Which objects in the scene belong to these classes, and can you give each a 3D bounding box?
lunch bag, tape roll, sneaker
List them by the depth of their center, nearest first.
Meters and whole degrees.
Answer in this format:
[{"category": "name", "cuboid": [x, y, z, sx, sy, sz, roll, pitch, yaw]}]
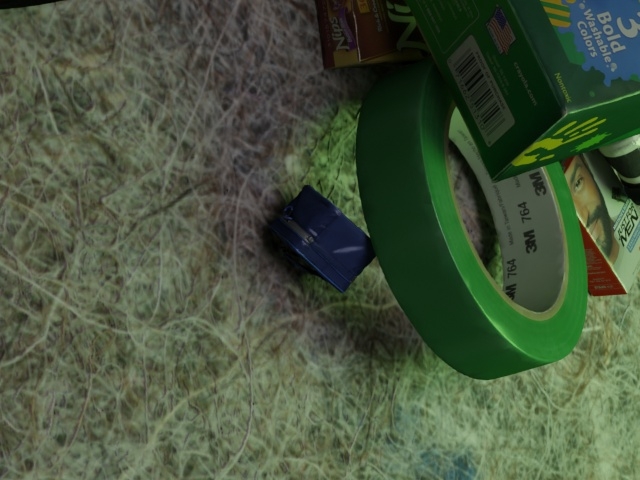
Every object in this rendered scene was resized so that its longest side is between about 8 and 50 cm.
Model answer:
[{"category": "lunch bag", "cuboid": [0.000, 0.000, 1.673, 0.065, 0.067, 0.098, -50, 124, 0]}, {"category": "tape roll", "cuboid": [0.153, -0.026, 1.769, 0.321, 0.077, 0.321, 35, 46, -45]}, {"category": "sneaker", "cuboid": [0.360, -0.113, 2.028, 0.121, 0.079, 0.217, 59, 28, -23]}]

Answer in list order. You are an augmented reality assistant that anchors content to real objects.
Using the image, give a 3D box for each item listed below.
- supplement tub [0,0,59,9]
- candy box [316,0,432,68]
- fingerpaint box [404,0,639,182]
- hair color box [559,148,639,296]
[{"category": "supplement tub", "cuboid": [-0.240, -0.290, 1.444, 0.106, 0.106, 0.198, -12, 94, -46]}, {"category": "candy box", "cuboid": [0.077, -0.229, 1.799, 0.187, 0.053, 0.109, -10, 93, -44]}, {"category": "fingerpaint box", "cuboid": [0.250, -0.326, 1.736, 0.371, 0.163, 0.445, -18, 77, -28]}, {"category": "hair color box", "cuboid": [0.300, -0.028, 2.000, 0.167, 0.053, 0.093, 52, 53, -27]}]
